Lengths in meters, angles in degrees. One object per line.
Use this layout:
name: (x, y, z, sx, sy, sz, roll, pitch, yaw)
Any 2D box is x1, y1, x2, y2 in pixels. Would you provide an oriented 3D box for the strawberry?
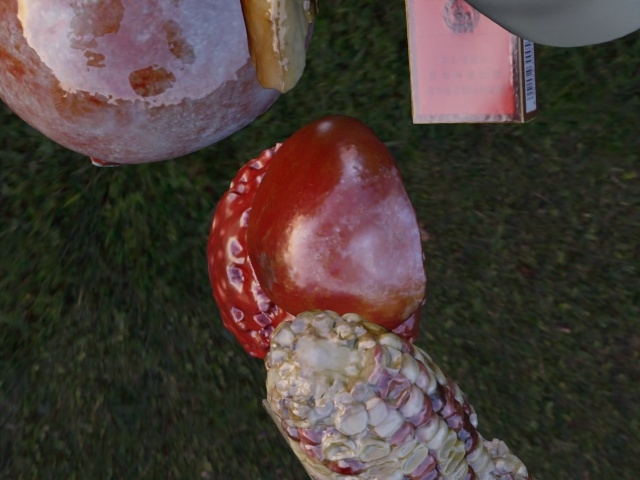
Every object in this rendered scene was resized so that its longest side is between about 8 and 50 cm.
strawberry: (0.002, 0.046, 1.682, 0.295, 0.345, 0.317, 20, 99, -29)

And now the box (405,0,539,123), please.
box: (0.187, -0.267, 1.531, 0.153, 0.074, 0.239, 4, 105, 33)

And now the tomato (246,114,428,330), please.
tomato: (0.000, 0.000, 1.250, 0.140, 0.200, 0.233, -23, 104, -29)

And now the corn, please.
corn: (0.061, 0.131, 0.666, 0.098, 0.098, 0.290, -40, 131, -4)

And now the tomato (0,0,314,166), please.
tomato: (-0.158, -0.222, 1.092, 0.317, 0.282, 0.316, 0, 50, 0)

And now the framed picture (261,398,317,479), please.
framed picture: (0.065, 0.222, 1.446, 0.231, 0.173, 0.010, -1, 114, -22)

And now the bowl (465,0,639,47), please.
bowl: (0.195, -0.363, 1.089, 0.185, 0.354, 0.353, 8, 94, -43)

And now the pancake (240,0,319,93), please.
pancake: (-0.049, -0.246, 0.721, 0.056, 0.212, 0.257, -14, 57, 1)
